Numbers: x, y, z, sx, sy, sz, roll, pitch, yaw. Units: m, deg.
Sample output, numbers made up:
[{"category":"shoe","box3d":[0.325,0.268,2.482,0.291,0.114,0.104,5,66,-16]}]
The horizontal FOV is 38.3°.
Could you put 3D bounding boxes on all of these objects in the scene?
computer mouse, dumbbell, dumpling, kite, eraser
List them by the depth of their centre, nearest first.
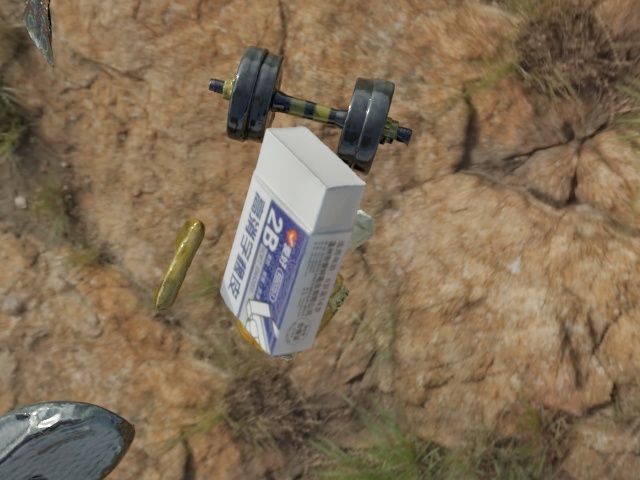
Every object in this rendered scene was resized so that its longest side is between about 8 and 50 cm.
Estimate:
[{"category":"eraser","box3d":[-0.033,0.001,0.967,0.124,0.068,0.210,48,131,41]},{"category":"dumpling","box3d":[0.002,0.002,1.465,0.181,0.155,0.111,10,74,24]},{"category":"computer mouse","box3d":[-0.473,0.359,1.514,0.374,0.114,0.203,-33,130,9]},{"category":"dumbbell","box3d":[-0.019,-0.242,1.720,0.388,0.185,0.185,15,100,0]},{"category":"kite","box3d":[-0.547,-0.478,1.793,0.152,0.015,0.285,54,150,23]}]

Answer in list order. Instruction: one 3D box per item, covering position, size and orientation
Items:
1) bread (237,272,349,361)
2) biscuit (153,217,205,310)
[{"category":"bread","box3d":[-0.056,0.142,1.984,0.245,0.121,0.174,-46,40,-10]},{"category":"biscuit","box3d":[-0.263,0.042,1.698,0.039,0.174,0.183,25,84,-14]}]
